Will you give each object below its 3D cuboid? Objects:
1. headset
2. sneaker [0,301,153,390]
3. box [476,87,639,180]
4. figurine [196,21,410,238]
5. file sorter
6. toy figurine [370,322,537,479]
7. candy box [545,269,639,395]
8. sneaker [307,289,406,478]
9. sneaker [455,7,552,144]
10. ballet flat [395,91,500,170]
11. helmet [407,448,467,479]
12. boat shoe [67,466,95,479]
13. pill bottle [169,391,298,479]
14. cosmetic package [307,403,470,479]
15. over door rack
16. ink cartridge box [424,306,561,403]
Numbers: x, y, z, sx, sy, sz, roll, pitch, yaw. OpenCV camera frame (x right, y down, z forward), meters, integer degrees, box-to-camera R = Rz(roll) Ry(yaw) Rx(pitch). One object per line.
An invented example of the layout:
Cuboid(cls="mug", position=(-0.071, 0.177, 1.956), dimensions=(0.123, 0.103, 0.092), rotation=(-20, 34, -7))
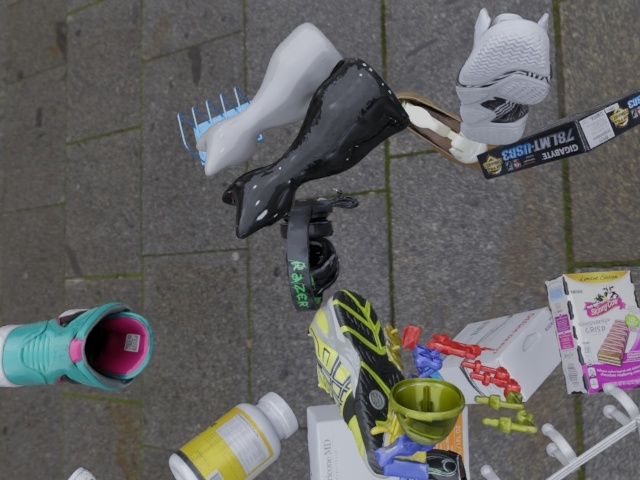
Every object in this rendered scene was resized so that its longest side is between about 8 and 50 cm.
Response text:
Cuboid(cls="headset", position=(0.000, 0.000, 1.444), dimensions=(0.185, 0.394, 0.243), rotation=(-4, 121, 6))
Cuboid(cls="sneaker", position=(-0.331, 0.152, 0.911), dimensions=(0.179, 0.295, 0.123), rotation=(-3, 89, 6))
Cuboid(cls="box", position=(0.540, -0.233, 1.301), dimensions=(0.296, 0.294, 0.073), rotation=(-14, 98, 65))
Cuboid(cls="figurine", position=(-0.042, -0.123, 0.670), dimensions=(0.209, 0.092, 0.215), rotation=(-41, 41, 5))
Cuboid(cls="file sorter", position=(-0.248, -0.283, 1.492), dimensions=(0.170, 0.104, 0.118), rotation=(-22, 68, 11))
Cuboid(cls="toy figurine", position=(0.162, 0.277, 0.869), dimensions=(0.191, 0.362, 0.217), rotation=(14, 98, 2))
Cuboid(cls="candy box", position=(0.556, 0.181, 1.207), dimensions=(0.071, 0.159, 0.233), rotation=(125, 140, -69))
Cuboid(cls="sneaker", position=(0.079, 0.296, 1.242), dimensions=(0.147, 0.145, 0.384), rotation=(-45, 46, 36))
Cuboid(cls="sneaker", position=(0.303, -0.310, 0.997), dimensions=(0.138, 0.366, 0.210), rotation=(9, 80, 12))
Cuboid(cls="ballet flat", position=(0.316, -0.274, 1.525), dimensions=(0.342, 0.124, 0.116), rotation=(36, 109, 12))
Cuboid(cls="helmet", position=(0.282, 0.613, 1.521), dimensions=(0.162, 0.169, 0.169), rotation=(-13, 79, 17))
Cuboid(cls="boat shoe", position=(-0.380, 0.394, 0.913), dimensions=(0.035, 0.035, 0.100), rotation=(24, 59, 21))
Cuboid(cls="pill bottle", position=(-0.126, 0.314, 0.918), dimensions=(0.103, 0.184, 0.103), rotation=(36, 144, 32))
Cuboid(cls="cosmetic package", position=(0.199, 0.599, 1.790), dimensions=(0.454, 0.161, 0.229), rotation=(-3, 91, -12))
Cuboid(cls="over door rack", position=(0.404, 0.382, 0.947), dimensions=(0.240, 0.324, 0.108), rotation=(-35, 30, 1))
Cuboid(cls="ink cartridge box", position=(0.451, 0.305, 1.568), dimensions=(0.129, 0.223, 0.307), rotation=(55, 151, -1))
